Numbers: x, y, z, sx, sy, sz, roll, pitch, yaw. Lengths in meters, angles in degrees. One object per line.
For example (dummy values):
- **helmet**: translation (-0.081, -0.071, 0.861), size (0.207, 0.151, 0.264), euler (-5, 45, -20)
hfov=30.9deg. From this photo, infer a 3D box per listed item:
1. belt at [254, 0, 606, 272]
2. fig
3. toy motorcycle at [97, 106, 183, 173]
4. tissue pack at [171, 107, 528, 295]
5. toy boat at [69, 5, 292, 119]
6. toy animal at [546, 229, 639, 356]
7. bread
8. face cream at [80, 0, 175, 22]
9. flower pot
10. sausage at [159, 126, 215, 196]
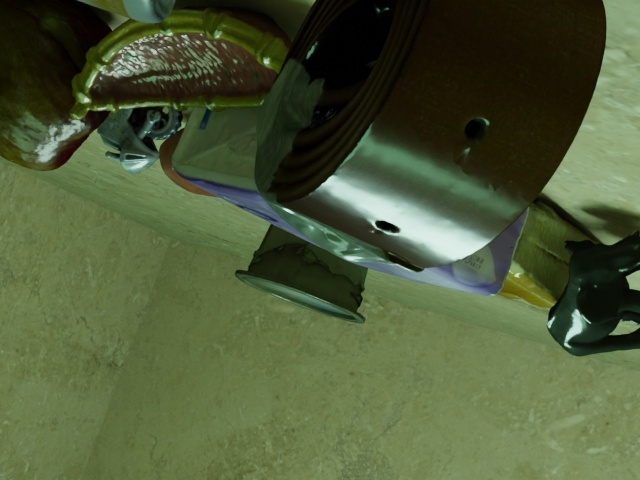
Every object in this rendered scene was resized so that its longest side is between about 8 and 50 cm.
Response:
- **belt**: translation (0.055, -0.093, 0.760), size (0.122, 0.217, 0.338), euler (22, 175, -15)
- **fig**: translation (-0.336, -0.207, 1.240), size (0.190, 0.190, 0.290), euler (13, 157, 45)
- **toy motorcycle**: translation (-0.292, -0.166, 1.597), size (0.215, 0.122, 0.080), euler (18, -171, 16)
- **tissue pack**: translation (0.046, -0.067, 1.257), size (0.242, 0.160, 0.338), euler (16, 174, 41)
- **toy boat**: translation (-0.120, -0.168, 1.110), size (0.318, 0.099, 0.141), euler (-2, 146, 41)
- **toy animal**: translation (0.358, 0.069, 1.408), size (0.146, 0.114, 0.245), euler (0, 132, -8)
- **bread**: translation (0.213, 0.000, 1.529), size (0.239, 0.111, 0.246), euler (14, 171, 35)
- **face cream**: translation (-0.260, -0.260, 0.954), size (0.291, 0.071, 0.144), euler (20, 173, -1)
- **flower pot**: translation (0.000, 0.000, 1.750), size (0.212, 0.202, 0.212), euler (20, 175, 2)
- **sausage**: translation (-0.139, -0.114, 1.648), size (0.113, 0.113, 0.259), euler (25, 171, -37)
